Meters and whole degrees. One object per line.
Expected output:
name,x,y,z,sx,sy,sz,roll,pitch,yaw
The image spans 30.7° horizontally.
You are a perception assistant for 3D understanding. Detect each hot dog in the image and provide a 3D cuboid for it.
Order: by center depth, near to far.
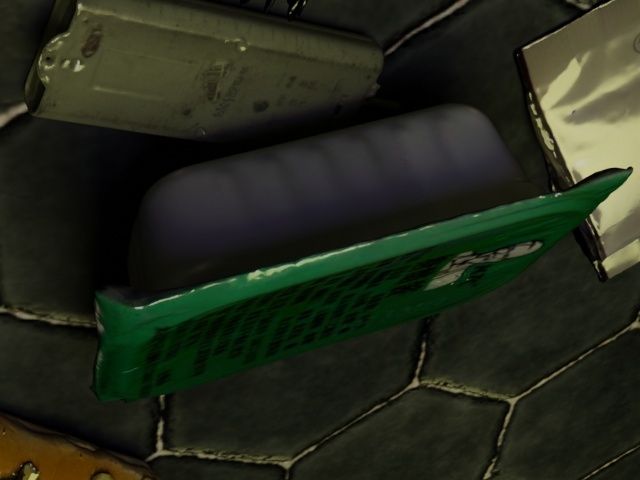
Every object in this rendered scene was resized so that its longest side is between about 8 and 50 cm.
hot dog,-0.225,0.202,0.930,0.109,0.072,0.269,-44,139,13

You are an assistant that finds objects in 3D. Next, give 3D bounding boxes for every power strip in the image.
power strip,-0.054,-0.103,0.743,0.267,0.034,0.092,5,128,-34

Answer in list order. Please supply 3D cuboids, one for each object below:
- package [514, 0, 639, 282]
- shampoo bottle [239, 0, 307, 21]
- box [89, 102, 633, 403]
package,0.271,-0.101,0.930,0.203,0.062,0.251,-29,127,-1
shampoo bottle,0.006,-0.209,0.658,0.087,0.050,0.183,4,129,-37
box,0.000,0.000,0.788,0.336,0.106,0.264,-16,165,-17
